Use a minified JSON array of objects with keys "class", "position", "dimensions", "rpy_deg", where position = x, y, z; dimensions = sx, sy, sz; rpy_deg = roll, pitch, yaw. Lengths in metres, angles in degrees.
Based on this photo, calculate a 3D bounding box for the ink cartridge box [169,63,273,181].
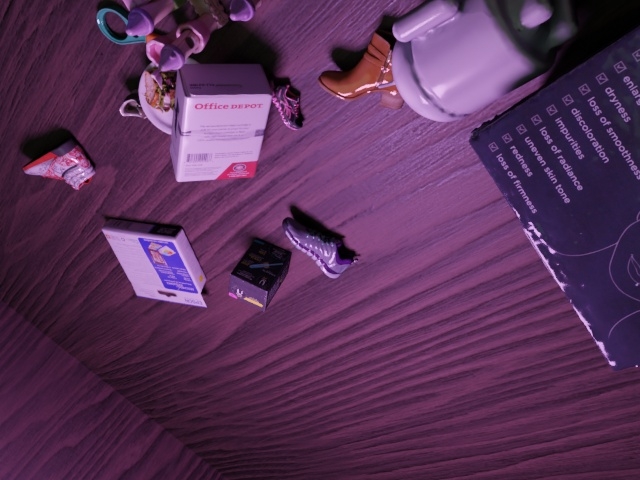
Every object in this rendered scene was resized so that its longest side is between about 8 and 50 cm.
[{"class":"ink cartridge box","position":[-0.237,-0.272,1.574],"dimensions":[0.196,0.114,0.273],"rpy_deg":[-6,146,-21]}]

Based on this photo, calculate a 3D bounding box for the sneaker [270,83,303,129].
[{"class":"sneaker","position":[-0.068,-0.309,1.562],"dimensions":[0.057,0.047,0.119],"rpy_deg":[-17,123,28]}]

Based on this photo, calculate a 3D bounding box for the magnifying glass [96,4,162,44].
[{"class":"magnifying glass","position":[-0.432,-0.493,1.614],"dimensions":[0.230,0.026,0.092],"rpy_deg":[22,139,10]}]

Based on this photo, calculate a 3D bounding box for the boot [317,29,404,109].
[{"class":"boot","position":[0.097,-0.360,1.385],"dimensions":[0.197,0.073,0.152],"rpy_deg":[13,139,3]}]

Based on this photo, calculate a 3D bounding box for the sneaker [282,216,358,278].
[{"class":"sneaker","position":[0.000,0.000,1.823],"dimensions":[0.098,0.083,0.223],"rpy_deg":[-36,113,26]}]

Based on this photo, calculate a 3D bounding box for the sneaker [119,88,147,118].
[{"class":"sneaker","position":[-0.424,-0.338,1.716],"dimensions":[0.192,0.086,0.064],"rpy_deg":[8,135,25]}]

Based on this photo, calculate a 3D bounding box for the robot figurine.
[{"class":"robot figurine","position":[0.269,-0.339,1.196],"dimensions":[0.299,0.200,0.353],"rpy_deg":[21,149,-36]}]

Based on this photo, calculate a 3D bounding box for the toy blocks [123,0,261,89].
[{"class":"toy blocks","position":[-0.313,-0.495,1.354],"dimensions":[0.308,0.260,0.289],"rpy_deg":[-6,127,36]}]

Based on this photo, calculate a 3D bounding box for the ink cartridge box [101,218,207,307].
[{"class":"ink cartridge box","position":[-0.531,0.076,2.224],"dimensions":[0.303,0.072,0.307],"rpy_deg":[7,136,25]}]

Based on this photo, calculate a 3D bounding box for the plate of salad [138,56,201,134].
[{"class":"plate of salad","position":[-0.347,-0.348,1.642],"dimensions":[0.199,0.048,0.200],"rpy_deg":[2,113,6]}]

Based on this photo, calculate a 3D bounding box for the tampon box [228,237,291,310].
[{"class":"tampon box","position":[-0.174,0.097,1.945],"dimensions":[0.120,0.161,0.102],"rpy_deg":[24,139,10]}]

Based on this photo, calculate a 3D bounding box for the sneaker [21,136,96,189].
[{"class":"sneaker","position":[-0.802,-0.210,2.080],"dimensions":[0.270,0.090,0.145],"rpy_deg":[-15,119,38]}]

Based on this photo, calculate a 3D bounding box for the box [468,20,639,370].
[{"class":"box","position":[0.585,-0.113,1.053],"dimensions":[0.471,0.297,0.480],"rpy_deg":[-33,89,49]}]
